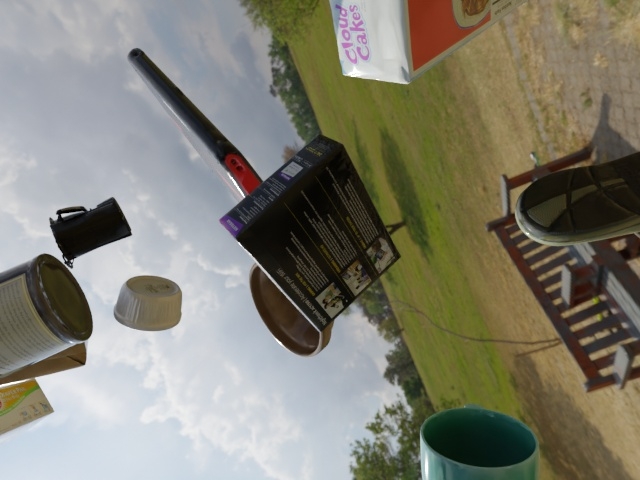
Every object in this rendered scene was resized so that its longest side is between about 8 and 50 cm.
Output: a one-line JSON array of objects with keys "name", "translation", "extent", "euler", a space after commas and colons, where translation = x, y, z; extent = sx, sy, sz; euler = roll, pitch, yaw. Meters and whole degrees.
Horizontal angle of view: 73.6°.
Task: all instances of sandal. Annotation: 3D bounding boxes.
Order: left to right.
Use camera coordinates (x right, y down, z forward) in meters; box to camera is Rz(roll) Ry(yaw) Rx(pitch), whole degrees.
[{"name": "sandal", "translation": [0.387, -0.044, 0.511], "extent": [0.086, 0.303, 0.120], "euler": [72, -166, -50]}]

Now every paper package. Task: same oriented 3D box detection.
[{"name": "paper package", "translation": [-0.877, 0.287, 1.289], "extent": [0.325, 0.310, 0.168], "euler": [14, 109, 62]}]

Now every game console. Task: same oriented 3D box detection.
[{"name": "game console", "translation": [-0.173, -0.148, 0.787], "extent": [0.386, 0.060, 0.342], "euler": [46, 171, 32]}]

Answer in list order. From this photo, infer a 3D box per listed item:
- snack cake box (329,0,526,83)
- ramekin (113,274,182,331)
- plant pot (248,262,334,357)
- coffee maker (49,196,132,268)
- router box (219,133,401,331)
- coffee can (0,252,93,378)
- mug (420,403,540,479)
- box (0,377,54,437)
[{"name": "snack cake box", "translation": [0.124, -0.289, 0.440], "extent": [0.089, 0.264, 0.152], "euler": [24, 142, 38]}, {"name": "ramekin", "translation": [-0.543, 0.192, 1.367], "extent": [0.207, 0.207, 0.108], "euler": [-72, -2, -76]}, {"name": "plant pot", "translation": [-0.044, 0.127, 0.941], "extent": [0.110, 0.237, 0.237], "euler": [-30, -80, -37]}, {"name": "coffee maker", "translation": [-0.621, -0.022, 1.177], "extent": [0.171, 0.178, 0.120], "euler": [58, 160, 16]}, {"name": "router box", "translation": [0.000, 0.000, 0.454], "extent": [0.046, 0.133, 0.179], "euler": [38, 167, 48]}, {"name": "coffee can", "translation": [-0.649, 0.173, 0.864], "extent": [0.201, 0.276, 0.201], "euler": [61, 168, 22]}, {"name": "mug", "translation": [0.194, 0.269, 0.506], "extent": [0.158, 0.130, 0.097], "euler": [-8, -84, -39]}, {"name": "box", "translation": [-0.739, 0.406, 0.979], "extent": [0.103, 0.114, 0.203], "euler": [55, 175, 6]}]
